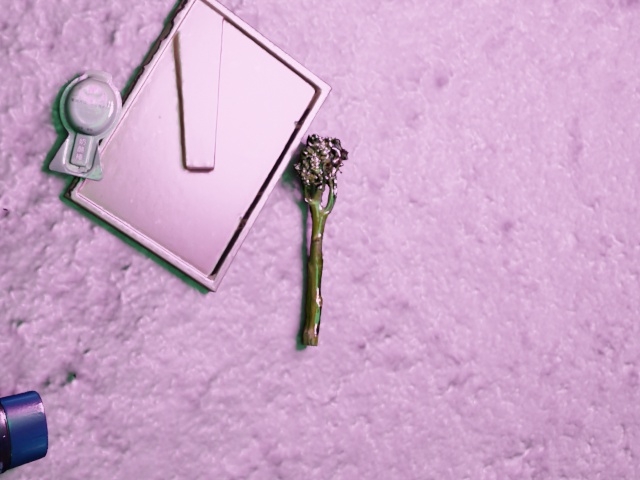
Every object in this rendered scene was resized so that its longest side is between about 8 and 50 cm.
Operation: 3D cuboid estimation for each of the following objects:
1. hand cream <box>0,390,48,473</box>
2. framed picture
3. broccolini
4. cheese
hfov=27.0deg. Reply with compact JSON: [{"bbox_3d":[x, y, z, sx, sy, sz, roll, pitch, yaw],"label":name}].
[{"bbox_3d":[-0.412,0.224,1.353,0.270,0.061,0.120,-14,133,-30],"label":"hand cream"},{"bbox_3d":[-0.134,-0.116,1.531,0.213,0.016,0.289,34,76,-24],"label":"framed picture"},{"bbox_3d":[0.001,0.000,1.584,0.071,0.057,0.254,0,89,-7],"label":"broccolini"},{"bbox_3d":[-0.255,-0.129,1.454,0.067,0.026,0.121,13,83,-7],"label":"cheese"}]
